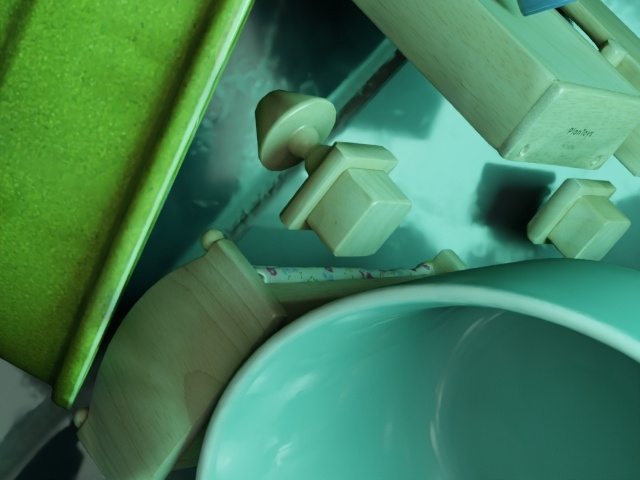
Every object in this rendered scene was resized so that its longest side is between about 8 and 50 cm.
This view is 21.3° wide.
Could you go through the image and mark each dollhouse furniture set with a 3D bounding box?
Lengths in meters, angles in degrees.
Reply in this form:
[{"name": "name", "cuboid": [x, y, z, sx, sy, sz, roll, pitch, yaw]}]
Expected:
[{"name": "dollhouse furniture set", "cuboid": [0.000, 0.000, 0.941, 0.303, 0.174, 0.355, 1, 133, -54]}]

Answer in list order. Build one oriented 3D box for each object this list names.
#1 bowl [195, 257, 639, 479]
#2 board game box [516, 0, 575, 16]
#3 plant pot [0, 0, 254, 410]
[{"name": "bowl", "cuboid": [0.111, 0.132, 0.814, 0.163, 0.311, 0.311, -41, 111, -54]}, {"name": "board game box", "cuboid": [0.077, -0.253, 0.833, 0.042, 0.243, 0.165, -17, 145, 11]}, {"name": "plant pot", "cuboid": [-0.197, -0.163, 0.756, 0.353, 0.366, 0.366, 24, 90, -6]}]
